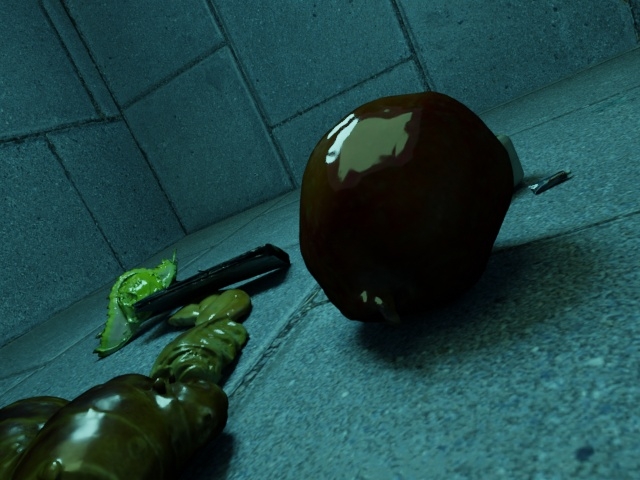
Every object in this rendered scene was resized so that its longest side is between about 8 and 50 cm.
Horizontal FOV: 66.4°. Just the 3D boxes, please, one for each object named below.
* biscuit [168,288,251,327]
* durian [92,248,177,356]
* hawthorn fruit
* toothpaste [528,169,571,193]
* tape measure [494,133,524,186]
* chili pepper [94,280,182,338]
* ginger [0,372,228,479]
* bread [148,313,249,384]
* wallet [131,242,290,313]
[{"bbox_3d":[-0.239,0.155,1.111,0.154,0.045,0.299,-32,13,-33],"label":"biscuit"},{"bbox_3d":[-0.490,0.145,1.327,0.132,0.107,0.375,9,50,28],"label":"durian"},{"bbox_3d":[0.110,-0.038,0.693,0.308,0.325,0.308,13,-9,2],"label":"hawthorn fruit"},{"bbox_3d":[0.435,-0.112,0.925,0.083,0.019,0.027,-26,35,3],"label":"toothpaste"},{"bbox_3d":[0.274,-0.120,1.035,0.258,0.130,0.265,-34,14,-26],"label":"tape measure"},{"bbox_3d":[-0.486,0.177,1.428,0.368,0.092,0.137,-25,18,12],"label":"chili pepper"},{"bbox_3d":[-0.269,0.234,0.555,0.357,0.153,0.274,-17,14,30],"label":"ginger"},{"bbox_3d":[-0.201,0.183,0.822,0.128,0.088,0.232,-16,8,7],"label":"bread"},{"bbox_3d":[-0.266,0.098,1.227,0.378,0.046,0.190,-21,-10,8],"label":"wallet"}]
